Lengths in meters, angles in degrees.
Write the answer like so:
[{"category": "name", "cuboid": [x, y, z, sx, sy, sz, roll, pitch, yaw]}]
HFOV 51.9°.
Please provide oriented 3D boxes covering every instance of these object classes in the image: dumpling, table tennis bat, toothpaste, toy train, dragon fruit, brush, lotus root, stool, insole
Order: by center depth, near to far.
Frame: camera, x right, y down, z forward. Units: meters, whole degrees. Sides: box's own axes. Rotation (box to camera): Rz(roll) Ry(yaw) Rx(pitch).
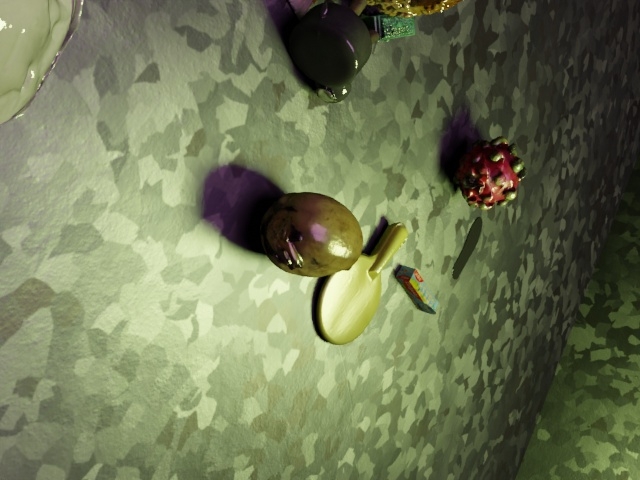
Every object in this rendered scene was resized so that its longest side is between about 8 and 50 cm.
[{"category": "dumpling", "cuboid": [-0.415, -0.271, 0.797, 0.260, 0.181, 0.341, 33, 52, -59]}, {"category": "stool", "cuboid": [0.024, -0.394, 1.341, 0.139, 0.153, 0.228, -56, 180, -29]}, {"category": "brush", "cuboid": [0.001, -0.581, 1.346, 0.272, 0.013, 0.103, -60, 139, -21]}, {"category": "lotus root", "cuboid": [0.000, 0.000, 1.377, 0.310, 0.183, 0.183, 25, 80, -55]}, {"category": "toy train", "cuboid": [0.143, -0.481, 1.480, 0.172, 0.099, 0.070, -26, 117, -45]}, {"category": "table tennis bat", "cuboid": [0.108, 0.095, 1.645, 0.369, 0.054, 0.224, -53, 135, -22]}, {"category": "toothpaste", "cuboid": [0.282, 0.142, 1.852, 0.044, 0.070, 0.193, -59, 138, -19]}, {"category": "dragon fruit", "cuboid": [0.484, -0.201, 1.927, 0.198, 0.273, 0.218, 5, 105, -7]}, {"category": "insole", "cuboid": [0.473, 0.026, 2.109, 0.232, 0.003, 0.080, -60, 138, -20]}]

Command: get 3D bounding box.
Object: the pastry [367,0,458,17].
[{"category": "pastry", "cuboid": [0.182, -0.556, 1.356, 0.315, 0.284, 0.184, -9, 105, -58]}]
